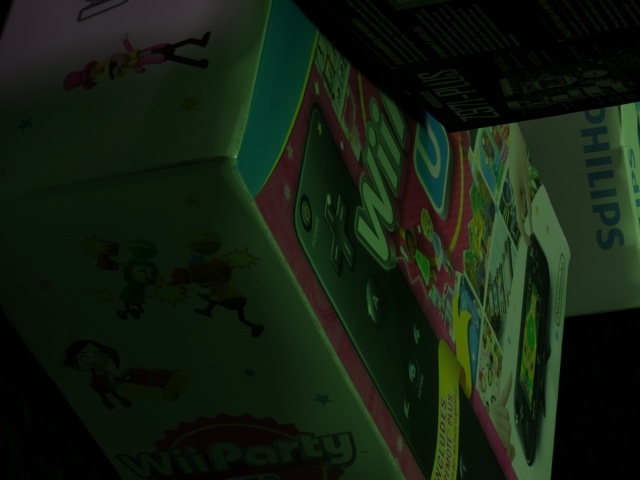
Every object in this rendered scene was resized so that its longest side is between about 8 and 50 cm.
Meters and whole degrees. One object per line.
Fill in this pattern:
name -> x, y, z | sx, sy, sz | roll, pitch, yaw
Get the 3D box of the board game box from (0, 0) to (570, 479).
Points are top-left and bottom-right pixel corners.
board game box -> 0.000, 0.000, 0.688 | 0.303, 0.097, 0.224 | 61, 29, -43

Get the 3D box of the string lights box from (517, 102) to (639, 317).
string lights box -> 0.188, -0.030, 1.248 | 0.260, 0.077, 0.133 | -10, 92, -70

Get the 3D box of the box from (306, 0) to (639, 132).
box -> 0.077, -0.103, 0.581 | 0.180, 0.147, 0.077 | 31, 53, -64
